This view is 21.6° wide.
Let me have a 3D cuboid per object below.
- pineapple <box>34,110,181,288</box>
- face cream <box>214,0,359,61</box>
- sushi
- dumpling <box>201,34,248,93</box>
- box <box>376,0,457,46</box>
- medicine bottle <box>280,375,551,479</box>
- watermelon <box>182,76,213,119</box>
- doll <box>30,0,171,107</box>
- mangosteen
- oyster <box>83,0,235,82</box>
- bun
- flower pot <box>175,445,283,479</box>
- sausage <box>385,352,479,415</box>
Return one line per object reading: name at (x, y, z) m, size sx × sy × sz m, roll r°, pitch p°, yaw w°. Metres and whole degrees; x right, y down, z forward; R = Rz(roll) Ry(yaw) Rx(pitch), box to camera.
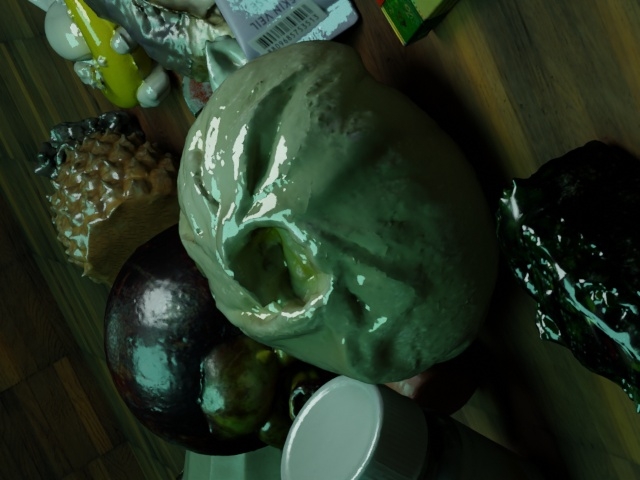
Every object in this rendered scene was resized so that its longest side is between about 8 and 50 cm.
pineapple at (-0.304, -0.088, 2.432) m, size 0.357 × 0.223 × 0.223 m, roll 53°, pitch 162°, yaw 49°
face cream at (-0.082, -0.302, 1.677) m, size 0.154 × 0.096 × 0.273 m, roll -31°, pitch 93°, yaw 39°
sushi at (0.231, 0.026, 1.301) m, size 0.225 × 0.127 × 0.124 m, roll 49°, pitch 159°, yaw 35°
dumpling at (-0.034, -0.149, 1.801) m, size 0.217 × 0.149 × 0.105 m, roll 39°, pitch 121°, yaw 7°
box at (0.082, -0.261, 1.407) m, size 0.132 × 0.034 × 0.235 m, roll 59°, pitch 162°, yaw 4°
medicine bottle at (0.106, 0.258, 1.732) m, size 0.273 × 0.165 × 0.165 m, roll 32°, pitch 179°, yaw -33°
watermelon at (-0.135, -0.186, 2.081) m, size 0.061 × 0.085 × 0.085 m, roll -13°, pitch 111°, yaw 28°
doll at (-0.303, -0.281, 2.267) m, size 0.237 × 0.111 × 0.252 m, roll 53°, pitch 166°, yaw -30°
mangosteen at (-0.102, 0.116, 2.045) m, size 0.330 × 0.330 × 0.330 m, roll 50°, pitch 159°, yaw 28°
oyster at (-0.195, -0.283, 1.970) m, size 0.341 × 0.110 × 0.166 m, roll 41°, pitch 163°, yaw 14°
bun at (0.000, 0.000, 1.624) m, size 0.365 × 0.219 × 0.365 m, roll 29°, pitch 144°, yaw 24°
flower pot at (-0.088, 0.308, 2.362) m, size 0.290 × 0.290 × 0.259 m, roll 44°, pitch 144°, yaw 41°
sausage at (0.064, 0.091, 1.860) m, size 0.259 × 0.114 × 0.113 m, roll 46°, pitch 157°, yaw 35°
